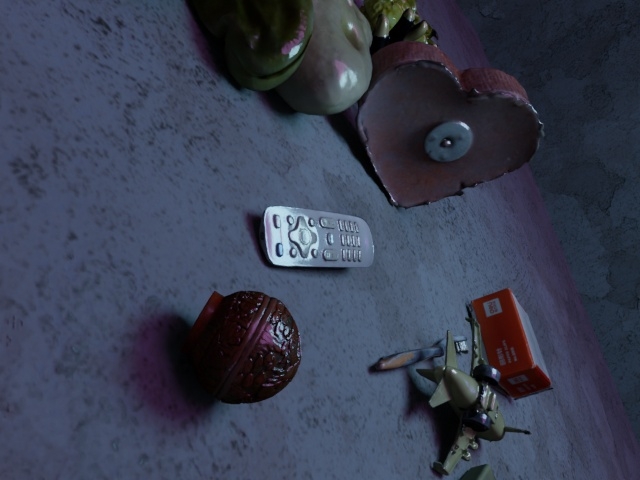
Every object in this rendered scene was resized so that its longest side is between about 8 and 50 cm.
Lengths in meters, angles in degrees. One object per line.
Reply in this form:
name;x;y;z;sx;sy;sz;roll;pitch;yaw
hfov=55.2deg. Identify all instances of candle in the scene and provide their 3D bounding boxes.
candle;0.205;-0.191;1.084;0.316;0.287;0.131;14;37;-8

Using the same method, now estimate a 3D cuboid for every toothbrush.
toothbrush;0.170;0.175;0.959;0.375;0.028;0.037;9;67;-59

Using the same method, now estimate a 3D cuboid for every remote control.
remote control;0.000;0.000;0.790;0.229;0.044;0.073;3;80;-51

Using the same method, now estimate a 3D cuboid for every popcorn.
popcorn;0.174;-0.484;1.412;0.195;0.173;0.168;52;6;-5

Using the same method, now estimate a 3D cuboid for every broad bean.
broad bean;-0.088;-0.304;0.804;0.072;0.153;0.207;137;-62;-71

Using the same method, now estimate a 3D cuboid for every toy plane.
toy plane;0.231;0.250;0.932;0.256;0.104;0.242;43;53;-32

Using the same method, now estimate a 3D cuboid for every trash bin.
trash bin;0.232;0.368;0.891;0.092;0.043;0.061;-3;70;-63

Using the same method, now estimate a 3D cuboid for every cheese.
cheese;-0.045;-0.374;0.927;0.328;0.129;0.351;53;27;-26

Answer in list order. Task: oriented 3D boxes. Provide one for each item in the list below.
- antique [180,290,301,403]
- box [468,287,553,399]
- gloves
antique;-0.064;0.093;0.530;0.104;0.104;0.104;42;35;-38
box;0.378;0.210;1.229;0.133;0.099;0.182;39;35;-46
gloves;0.170;-0.314;1.229;0.197;0.152;0.301;-91;170;-49
